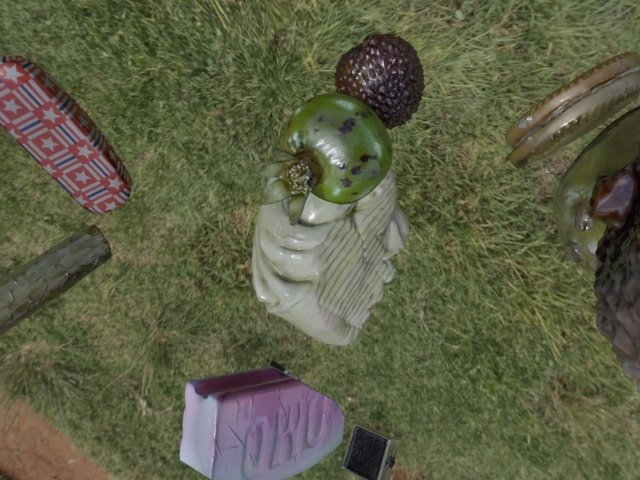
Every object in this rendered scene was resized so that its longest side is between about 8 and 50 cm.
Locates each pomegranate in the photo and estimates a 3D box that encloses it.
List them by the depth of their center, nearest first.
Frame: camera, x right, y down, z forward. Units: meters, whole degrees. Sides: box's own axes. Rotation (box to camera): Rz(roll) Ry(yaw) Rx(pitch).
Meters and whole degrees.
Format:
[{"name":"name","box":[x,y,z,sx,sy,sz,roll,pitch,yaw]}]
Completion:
[{"name":"pomegranate","box":[0.000,-0.109,0.694,0.220,0.156,0.156,-38,108,-21]}]

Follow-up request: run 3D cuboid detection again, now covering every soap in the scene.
[{"name":"soap","box":[-0.094,0.340,0.941,0.324,0.109,0.193,4,94,-47]}]

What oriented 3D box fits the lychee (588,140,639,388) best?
[{"name":"lychee","box":[0.325,0.001,0.322,0.300,0.300,0.300,-1,107,-4]}]

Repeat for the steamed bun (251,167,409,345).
[{"name":"steamed bun","box":[0.000,0.000,0.979,0.352,0.247,0.339,43,73,-45]}]

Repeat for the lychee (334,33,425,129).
[{"name":"lychee","box":[0.118,-0.304,0.988,0.188,0.188,0.188,-1,107,-4]}]

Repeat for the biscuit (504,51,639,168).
[{"name":"biscuit","box":[0.430,-0.216,0.869,0.259,0.259,0.079,-30,82,5]}]

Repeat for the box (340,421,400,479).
[{"name":"box","box":[0.085,0.356,0.845,0.035,0.083,0.079,29,74,-46]}]

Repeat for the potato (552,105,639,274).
[{"name":"potato","box":[0.464,-0.074,0.676,0.326,0.221,0.243,-14,152,-38]}]

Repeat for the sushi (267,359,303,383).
[{"name":"sushi","box":[-0.104,0.460,1.351,0.215,0.050,0.192,40,63,-3]}]

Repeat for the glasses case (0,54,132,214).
[{"name":"glasses case","box":[-0.279,-0.112,0.554,0.073,0.049,0.194,-22,131,8]}]

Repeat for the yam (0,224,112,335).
[{"name":"yam","box":[-0.496,0.102,0.784,0.371,0.083,0.083,-40,108,-22]}]
